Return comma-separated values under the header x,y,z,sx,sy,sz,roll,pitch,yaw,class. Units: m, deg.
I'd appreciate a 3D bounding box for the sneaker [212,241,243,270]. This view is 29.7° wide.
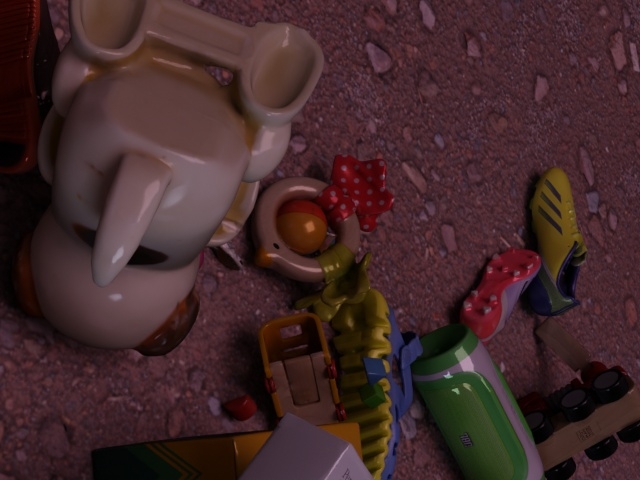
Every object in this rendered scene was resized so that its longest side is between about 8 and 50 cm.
x,y,z,sx,sy,sz,roll,pitch,yaw,class
-0.131,0.005,1.673,0.083,0.032,0.037,51,50,-26,sneaker

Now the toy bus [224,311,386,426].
x,y,z,sx,sy,sz,roll,pitch,yaw,class
-0.026,0.191,1.681,0.191,0.202,0.104,24,34,-32,toy bus

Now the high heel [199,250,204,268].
x,y,z,sx,sy,sz,roll,pitch,yaw,class
-0.188,-0.075,1.571,0.082,0.117,0.244,-28,101,-45,high heel

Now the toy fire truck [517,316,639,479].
x,y,z,sx,sy,sz,roll,pitch,yaw,class
0.418,0.262,2.089,0.158,0.217,0.246,58,6,-19,toy fire truck

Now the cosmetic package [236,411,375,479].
x,y,z,sx,sy,sz,roll,pitch,yaw,class
-0.019,0.398,1.254,0.284,0.097,0.377,-54,140,-23,cosmetic package

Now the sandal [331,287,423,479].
x,y,z,sx,sy,sz,roll,pitch,yaw,class
0.090,0.234,1.785,0.138,0.126,0.317,25,66,-44,sandal

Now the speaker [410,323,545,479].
x,y,z,sx,sy,sz,roll,pitch,yaw,class
0.251,0.284,1.927,0.131,0.131,0.296,-42,111,-42,speaker

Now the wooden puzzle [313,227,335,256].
x,y,z,sx,sy,sz,roll,pitch,yaw,class
0.000,0.000,1.824,0.049,0.006,0.083,-49,115,-40,wooden puzzle

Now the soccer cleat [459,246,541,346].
x,y,z,sx,sy,sz,roll,pitch,yaw,class
0.307,0.097,2.074,0.248,0.083,0.095,-43,141,-47,soccer cleat

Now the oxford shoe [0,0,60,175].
x,y,z,sx,sy,sz,roll,pitch,yaw,class
-0.355,-0.211,1.468,0.098,0.097,0.271,6,83,-62,oxford shoe

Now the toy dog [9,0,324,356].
x,y,z,sx,sy,sz,roll,pitch,yaw,class
-0.194,-0.038,1.367,0.285,0.408,0.395,12,48,-17,toy dog

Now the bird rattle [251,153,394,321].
x,y,z,sx,sy,sz,roll,pitch,yaw,class
0.003,-0.021,1.746,0.207,0.143,0.253,15,69,-19,bird rattle

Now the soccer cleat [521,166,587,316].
x,y,z,sx,sy,sz,roll,pitch,yaw,class
0.438,-0.001,2.182,0.093,0.121,0.289,27,63,-38,soccer cleat

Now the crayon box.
x,y,z,sx,sy,sz,roll,pitch,yaw,class
-0.095,0.270,1.441,0.203,0.323,0.083,2,80,-45,crayon box
